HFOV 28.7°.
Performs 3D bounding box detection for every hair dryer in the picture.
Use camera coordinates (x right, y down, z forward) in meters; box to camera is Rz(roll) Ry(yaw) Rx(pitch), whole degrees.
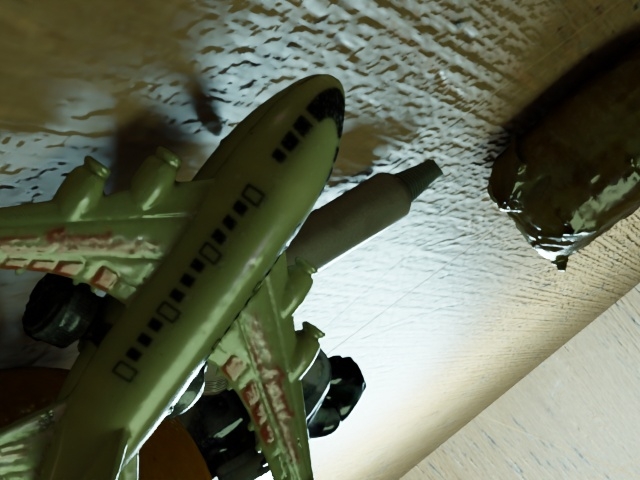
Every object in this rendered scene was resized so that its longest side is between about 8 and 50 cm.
[{"bbox_3d":[0.004,-0.007,0.759,0.220,0.053,0.195,-33,163,-20],"label":"hair dryer"}]

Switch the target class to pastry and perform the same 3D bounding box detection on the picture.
[{"bbox_3d":[0.224,-0.066,0.989,0.229,0.100,0.218,-31,167,-41],"label":"pastry"}]

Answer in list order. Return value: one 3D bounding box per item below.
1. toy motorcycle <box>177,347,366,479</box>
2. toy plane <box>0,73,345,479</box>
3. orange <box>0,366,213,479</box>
[{"bbox_3d":[-0.090,0.140,0.880,0.270,0.106,0.159,-23,158,-11],"label":"toy motorcycle"},{"bbox_3d":[-0.064,0.026,0.559,0.092,0.229,0.244,6,-117,54],"label":"toy plane"},{"bbox_3d":[-0.170,0.168,0.651,0.240,0.171,0.240,-33,158,-15],"label":"orange"}]
